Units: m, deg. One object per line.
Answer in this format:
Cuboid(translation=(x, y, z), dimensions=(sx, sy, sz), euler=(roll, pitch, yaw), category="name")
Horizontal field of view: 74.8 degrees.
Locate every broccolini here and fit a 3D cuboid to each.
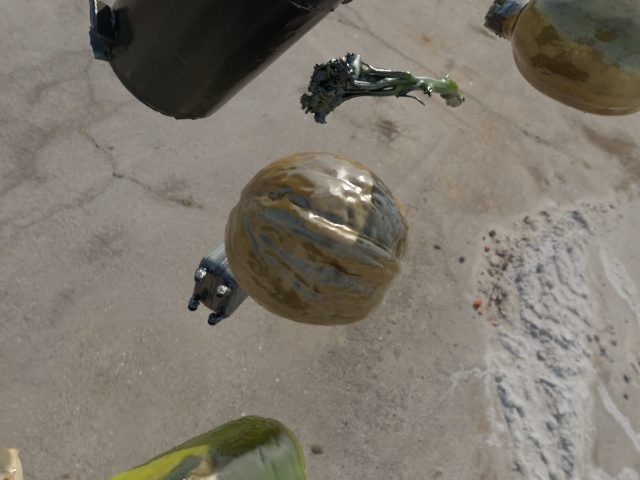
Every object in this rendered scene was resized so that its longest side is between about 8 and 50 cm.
Cuboid(translation=(0.084, -0.175, 0.522), dimensions=(0.272, 0.123, 0.062), euler=(-10, 104, -42), category="broccolini")

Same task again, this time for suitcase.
Cuboid(translation=(-0.222, 0.067, 1.154), dimensions=(0.128, 0.202, 0.312), euler=(35, 47, 7), category="suitcase")

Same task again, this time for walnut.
Cuboid(translation=(0.000, 0.000, 0.754), dimensions=(0.333, 0.333, 0.332), euler=(13, 52, -18), category="walnut")

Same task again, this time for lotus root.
Cuboid(translation=(0.389, -0.308, 0.647), dimensions=(0.183, 0.182, 0.310), euler=(-28, 57, -38), category="lotus root")

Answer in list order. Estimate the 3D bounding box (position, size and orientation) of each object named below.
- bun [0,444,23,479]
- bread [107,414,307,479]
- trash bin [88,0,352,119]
Cuboid(translation=(-0.520, 0.317, 0.477), dimensions=(0.299, 0.299, 0.164), euler=(12, 56, -19), category="bun")
Cuboid(translation=(-0.194, 0.355, 0.587), dimensions=(0.384, 0.112, 0.166), euler=(-10, 20, -40), category="bread")
Cuboid(translation=(-0.125, -0.309, 0.536), dimensions=(0.252, 0.302, 0.202), euler=(1, 74, -45), category="trash bin")
